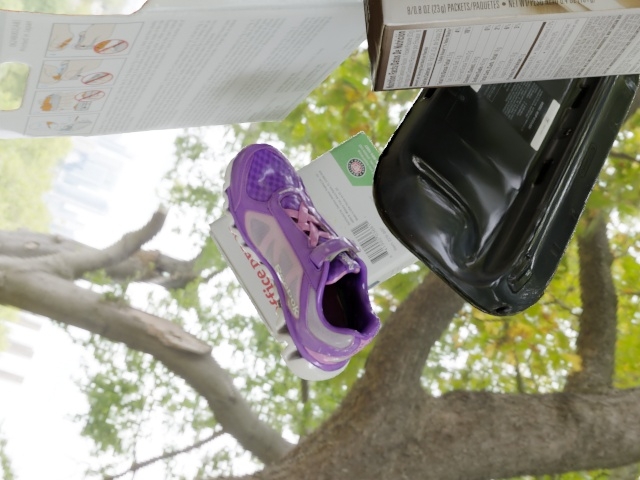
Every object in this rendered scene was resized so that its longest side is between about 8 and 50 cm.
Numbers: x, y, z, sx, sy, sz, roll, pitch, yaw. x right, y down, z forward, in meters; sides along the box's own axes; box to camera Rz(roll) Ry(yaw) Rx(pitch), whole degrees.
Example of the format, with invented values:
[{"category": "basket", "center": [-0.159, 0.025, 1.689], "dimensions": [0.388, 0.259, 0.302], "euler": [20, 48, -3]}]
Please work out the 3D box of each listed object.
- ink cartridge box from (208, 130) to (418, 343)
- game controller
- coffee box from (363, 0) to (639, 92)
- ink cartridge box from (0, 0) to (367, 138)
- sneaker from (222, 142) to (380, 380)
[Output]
[{"category": "ink cartridge box", "center": [0.000, 0.000, 0.929], "dimensions": [0.212, 0.154, 0.093], "euler": [-32, 169, -7]}, {"category": "game controller", "center": [0.163, -0.098, 0.652], "dimensions": [0.319, 0.166, 0.067], "euler": [-57, -172, -28]}, {"category": "coffee box", "center": [0.152, -0.189, 0.527], "dimensions": [0.098, 0.246, 0.141], "euler": [91, -5, -76]}, {"category": "ink cartridge box", "center": [-0.160, -0.196, 0.796], "dimensions": [0.308, 0.384, 0.091], "euler": [-27, -107, 62]}, {"category": "sneaker", "center": [-0.010, 0.012, 0.752], "dimensions": [0.104, 0.095, 0.237], "euler": [-28, -96, 56]}]
